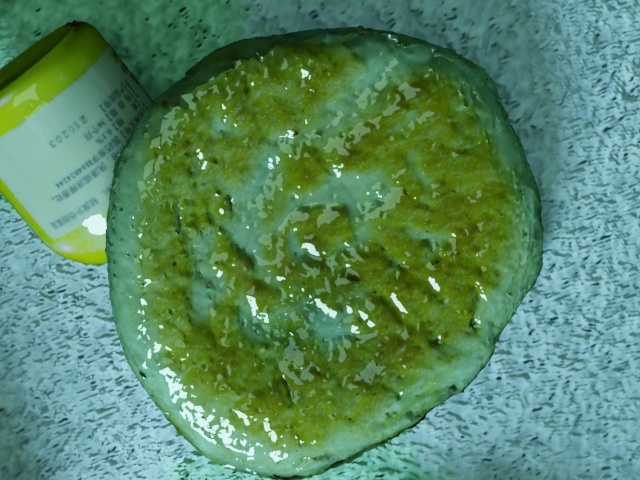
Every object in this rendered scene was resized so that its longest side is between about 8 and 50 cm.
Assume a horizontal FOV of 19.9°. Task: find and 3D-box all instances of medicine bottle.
[{"bbox_3d":[-0.143,-0.035,1.258,0.122,0.122,0.212,-36,107,7],"label":"medicine bottle"}]

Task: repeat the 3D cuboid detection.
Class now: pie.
[{"bbox_3d":[0.000,0.000,1.225,0.323,0.070,0.323,-4,105,-15],"label":"pie"}]
